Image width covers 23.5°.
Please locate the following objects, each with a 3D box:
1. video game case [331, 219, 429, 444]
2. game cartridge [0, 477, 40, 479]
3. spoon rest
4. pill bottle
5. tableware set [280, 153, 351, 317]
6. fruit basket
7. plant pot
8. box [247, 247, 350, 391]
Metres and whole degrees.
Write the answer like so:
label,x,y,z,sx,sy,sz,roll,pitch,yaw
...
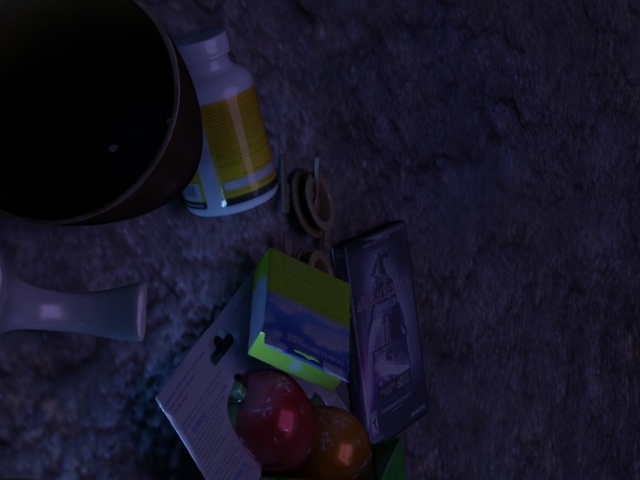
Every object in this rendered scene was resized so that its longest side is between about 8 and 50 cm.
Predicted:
label,x,y,z,sx,sy,sz,roll,pitch,yaw
video game case,0.082,0.124,2.047,0.196,0.026,0.274,-22,107,-61
game cartridge,-0.248,0.222,1.076,0.285,0.324,0.052,36,54,-56
spoon rest,-0.277,0.047,1.330,0.276,0.084,0.137,17,70,-47
pill bottle,-0.113,-0.125,1.615,0.103,0.103,0.184,-44,126,-56
tableware set,0.000,0.000,1.851,0.128,0.039,0.194,39,43,-55
fruit basket,-0.042,0.243,1.694,0.353,0.165,0.327,55,28,-12
plant pot,-0.191,-0.103,1.383,0.230,0.215,0.215,30,60,-74
box,-0.022,0.091,1.693,0.109,0.042,0.178,25,32,-15
